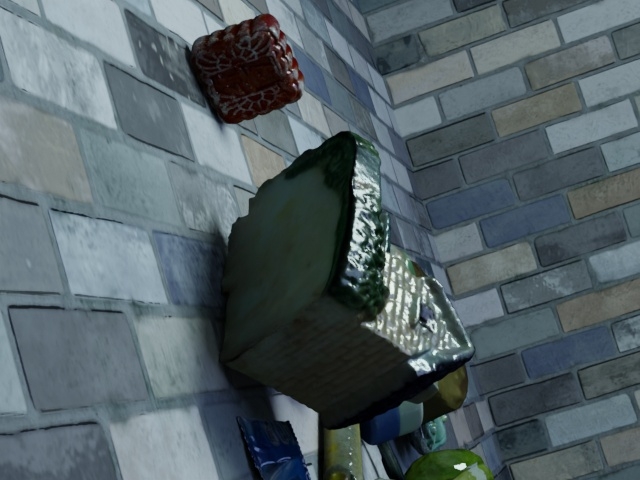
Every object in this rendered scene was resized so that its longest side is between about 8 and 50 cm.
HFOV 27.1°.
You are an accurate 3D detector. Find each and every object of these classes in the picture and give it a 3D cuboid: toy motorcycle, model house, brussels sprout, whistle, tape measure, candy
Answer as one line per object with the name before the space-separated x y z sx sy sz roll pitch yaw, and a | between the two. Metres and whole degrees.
toy motorcycle | 0.188 0.283 2.493 0.198 0.109 0.296 58 19 -55
model house | 0.047 0.068 1.635 0.284 0.243 0.298 39 36 -29
brussels sprout | 0.209 0.432 2.277 0.131 0.145 0.183 51 -42 25
whistle | 0.030 0.313 1.814 0.326 0.057 0.068 -91 164 -58
tape measure | 0.092 0.265 2.024 0.215 0.098 0.351 -148 -140 -72
candy | -0.052 0.251 1.576 0.136 0.038 0.088 20 48 -64

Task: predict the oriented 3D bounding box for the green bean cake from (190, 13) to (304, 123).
green bean cake | -0.103 -0.239 1.871 0.056 0.135 0.136 -86 154 -54

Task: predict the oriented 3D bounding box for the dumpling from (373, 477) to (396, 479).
dumpling | 0.136 0.441 2.017 0.169 0.100 0.134 52 36 -53

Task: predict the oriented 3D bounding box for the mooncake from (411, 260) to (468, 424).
mooncake | 0.143 0.176 2.278 0.284 0.155 0.284 54 21 -32
